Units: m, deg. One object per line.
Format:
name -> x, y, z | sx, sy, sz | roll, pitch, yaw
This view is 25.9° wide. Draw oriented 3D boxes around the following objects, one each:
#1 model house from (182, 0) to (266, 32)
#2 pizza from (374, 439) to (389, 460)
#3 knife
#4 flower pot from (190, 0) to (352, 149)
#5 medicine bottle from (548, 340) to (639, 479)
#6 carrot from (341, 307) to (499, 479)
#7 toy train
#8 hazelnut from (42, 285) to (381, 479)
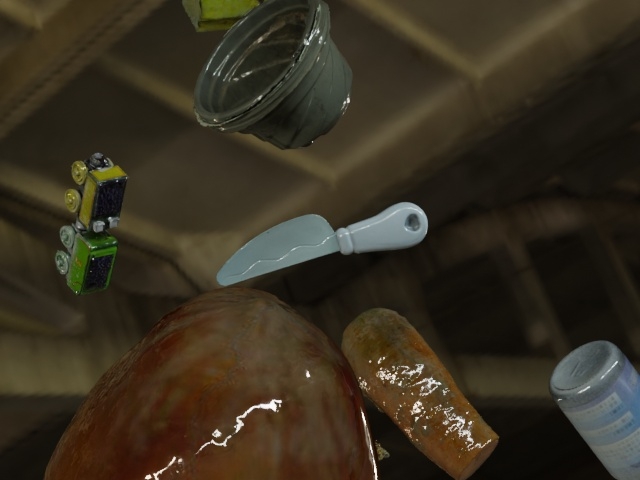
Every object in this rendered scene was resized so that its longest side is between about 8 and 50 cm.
model house -> -0.113, -0.438, 2.264 | 0.211, 0.194, 0.170 | -3, -67, -12
pizza -> 0.025, 0.276, 1.898 | 0.199, 0.188, 0.062 | 34, -96, -40
knife -> 0.000, -0.002, 2.090 | 0.331, 0.080, 0.044 | -12, 3, -10
flower pot -> -0.049, -0.214, 1.874 | 0.235, 0.235, 0.140 | -33, -52, 26
medicine bottle -> 0.309, 0.196, 1.371 | 0.083, 0.203, 0.083 | -33, 20, 13
carrot -> 0.151, 0.235, 2.195 | 0.139, 0.302, 0.138 | -36, -27, -21
toy train -> -0.299, -0.019, 1.823 | 0.060, 0.081, 0.202 | -15, -45, -40
hazelnut -> -0.098, 0.227, 1.307 | 0.366, 0.365, 0.366 | -19, -21, -7
